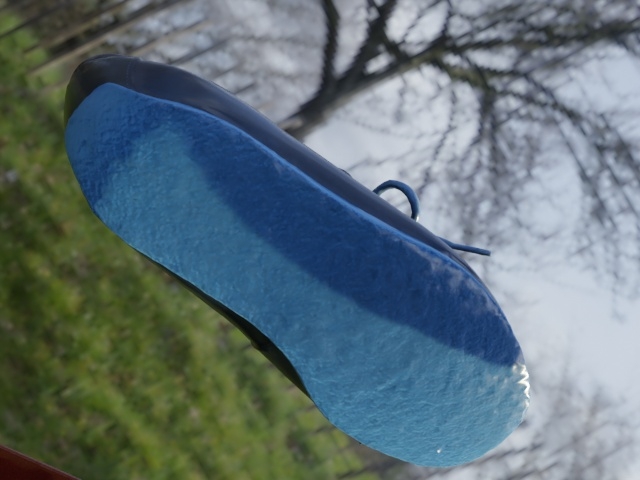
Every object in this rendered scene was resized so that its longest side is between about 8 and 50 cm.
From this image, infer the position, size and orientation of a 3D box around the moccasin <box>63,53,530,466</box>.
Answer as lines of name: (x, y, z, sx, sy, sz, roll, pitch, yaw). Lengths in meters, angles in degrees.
moccasin: (0.000, 0.000, 0.854, 0.342, 0.138, 0.117, 46, 8, -34)

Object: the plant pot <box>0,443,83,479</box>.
plant pot: (-0.301, 0.254, 0.984, 0.267, 0.267, 0.235, 10, -93, 49)
